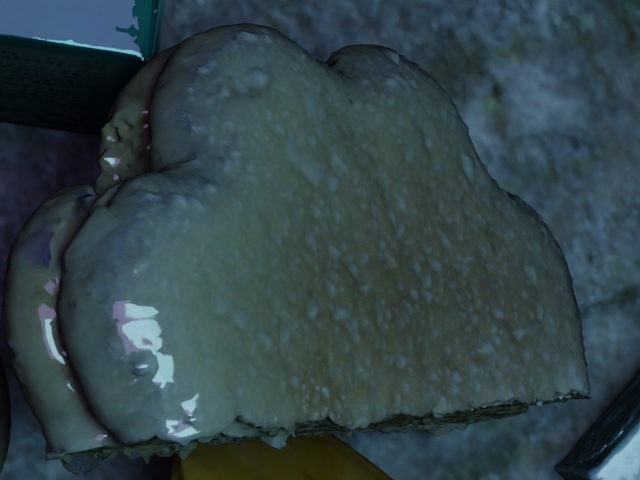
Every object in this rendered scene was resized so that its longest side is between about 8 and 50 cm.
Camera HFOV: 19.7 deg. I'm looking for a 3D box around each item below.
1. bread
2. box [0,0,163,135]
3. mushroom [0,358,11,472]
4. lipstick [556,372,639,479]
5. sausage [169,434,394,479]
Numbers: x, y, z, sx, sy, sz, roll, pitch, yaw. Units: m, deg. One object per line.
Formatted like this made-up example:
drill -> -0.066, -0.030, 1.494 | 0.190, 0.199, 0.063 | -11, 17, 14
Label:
bread -> -0.004, 0.003, 0.796 | 0.337, 0.102, 0.183 | 4, 69, -53
box -> -0.198, -0.120, 0.833 | 0.245, 0.153, 0.092 | 7, 78, -12
mushroom -> -0.234, 0.101, 0.784 | 0.207, 0.207, 0.215 | -5, 115, -13
lipstick -> 0.253, 0.022, 0.923 | 0.068, 0.066, 0.317 | 44, 82, -3
sausage -> 0.057, 0.210, 0.842 | 0.354, 0.116, 0.134 | 44, 45, 5
